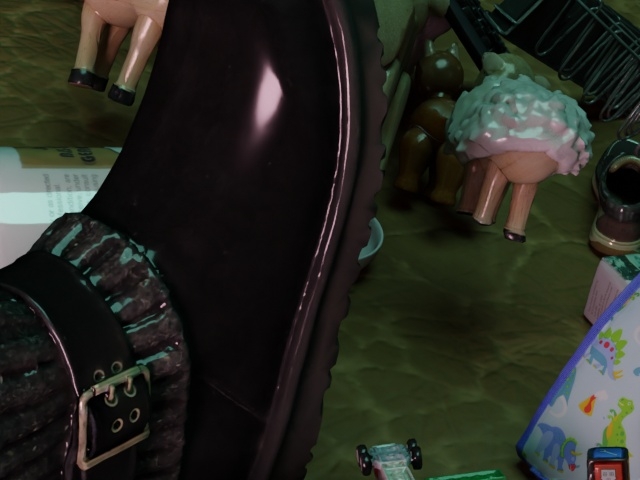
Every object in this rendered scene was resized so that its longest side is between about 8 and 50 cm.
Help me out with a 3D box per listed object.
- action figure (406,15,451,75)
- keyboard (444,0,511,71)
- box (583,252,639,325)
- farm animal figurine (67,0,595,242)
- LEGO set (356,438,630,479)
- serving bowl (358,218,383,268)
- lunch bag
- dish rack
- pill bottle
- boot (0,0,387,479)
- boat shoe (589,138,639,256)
[{"bbox_3d":[-0.045,-0.241,1.351,0.330,0.178,0.341,31,16,1],"label":"action figure"},{"bbox_3d":[0.070,-0.243,1.239,0.033,0.317,0.201,-30,43,9],"label":"keyboard"},{"bbox_3d":[0.372,0.083,1.089,0.322,0.058,0.232,-5,38,-25],"label":"box"},{"bbox_3d":[0.000,-0.137,1.085,0.330,0.172,0.327,17,6,-9],"label":"farm animal figurine"},{"bbox_3d":[0.049,0.148,0.793,0.182,0.060,0.244,5,14,41],"label":"LEGO set"},{"bbox_3d":[0.000,0.000,1.111,0.083,0.027,0.083,9,34,-6],"label":"serving bowl"},{"bbox_3d":[0.205,0.107,0.940,0.151,0.096,0.129,-45,46,-5],"label":"lunch bag"},{"bbox_3d":[0.266,-0.095,1.234,0.208,0.074,0.271,20,26,-47],"label":"dish rack"},{"bbox_3d":[-0.159,0.010,0.950,0.229,0.131,0.131,-1,36,-20],"label":"pill bottle"},{"bbox_3d":[-0.111,0.006,0.781,0.260,0.348,0.131,-5,19,-37],"label":"boot"},{"bbox_3d":[0.236,-0.042,1.233,0.056,0.049,0.152,14,34,2],"label":"boat shoe"}]
